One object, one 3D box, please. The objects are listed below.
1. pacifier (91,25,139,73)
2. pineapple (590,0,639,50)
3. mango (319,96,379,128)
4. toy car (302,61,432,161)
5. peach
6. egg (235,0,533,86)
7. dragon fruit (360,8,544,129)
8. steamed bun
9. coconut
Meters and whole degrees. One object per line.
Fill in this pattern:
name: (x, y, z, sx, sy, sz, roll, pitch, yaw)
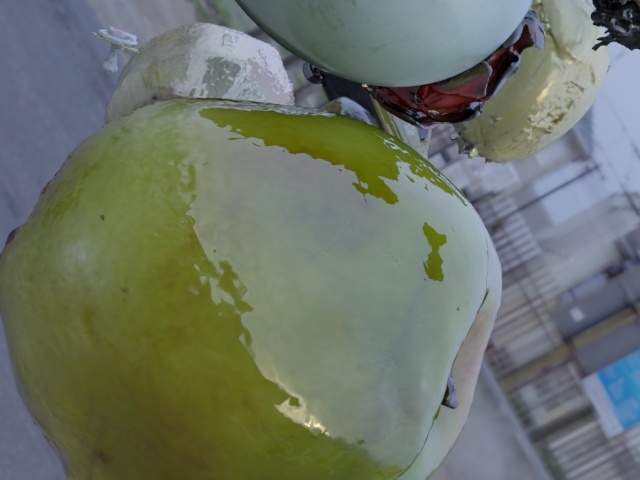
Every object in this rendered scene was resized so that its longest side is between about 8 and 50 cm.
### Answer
pacifier: (-0.292, -0.267, 1.868, 0.083, 0.064, 0.068, 22, 9, 9)
pineapple: (0.335, -0.286, 1.396, 0.169, 0.169, 0.340, 64, 0, 27)
mango: (-0.002, 0.002, 1.535, 0.176, 0.176, 0.329, 155, -57, -73)
toy car: (0.078, -0.183, 1.741, 0.101, 0.124, 0.256, -23, -89, 54)
peach: (-0.044, 0.046, 0.883, 0.316, 0.314, 0.281, 35, -35, 13)
egg: (0.018, -0.257, 0.934, 0.371, 0.230, 0.230, 58, 2, 40)
dragon fruit: (0.114, -0.198, 1.257, 0.182, 0.188, 0.182, 25, 37, -21)
steamed bun: (0.298, -0.235, 1.870, 0.166, 0.273, 0.232, 20, 25, -38)
coconut: (-0.110, -0.117, 1.247, 0.194, 0.194, 0.194, 60, 5, -9)
